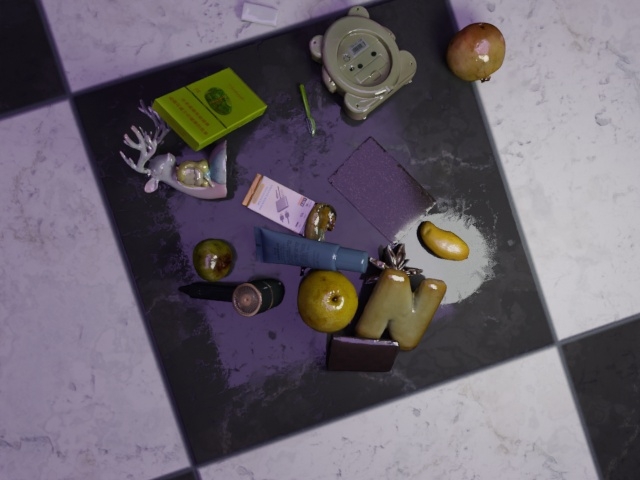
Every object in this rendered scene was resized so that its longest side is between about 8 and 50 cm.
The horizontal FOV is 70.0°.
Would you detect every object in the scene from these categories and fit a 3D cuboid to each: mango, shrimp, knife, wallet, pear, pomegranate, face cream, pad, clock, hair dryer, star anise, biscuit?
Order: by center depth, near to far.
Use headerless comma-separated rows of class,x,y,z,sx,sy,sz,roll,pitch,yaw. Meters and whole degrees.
face cream,-0.039,0.040,1.472,0.385,0.086,0.135,9,119,19
pear,0.020,0.196,1.479,0.209,0.209,0.208,0,90,-2
biscuit,0.260,0.233,1.492,0.237,0.062,0.290,16,114,-15
pomegranate,0.511,-0.615,1.503,0.191,0.191,0.191,0,90,-2
hair dryer,-0.310,0.170,1.514,0.352,0.189,0.107,4,92,20
wallet,0.138,0.378,1.520,0.229,0.049,0.182,5,130,-2
clock,0.134,-0.597,1.528,0.284,0.114,0.309,-39,89,0
shrimp,-0.004,0.004,1.539,0.117,0.066,0.262,3,107,-28
star anise,0.244,0.125,1.541,0.209,0.089,0.231,2,94,-15
wallet,-0.204,-0.767,1.553,0.122,0.025,0.061,11,88,-3
mango,0.421,0.008,1.555,0.190,0.075,0.098,33,73,2
knife,-0.043,-0.445,1.563,0.026,0.022,0.184,-14,92,23
pad,0.214,-0.172,1.581,0.330,0.004,0.220,45,88,-2

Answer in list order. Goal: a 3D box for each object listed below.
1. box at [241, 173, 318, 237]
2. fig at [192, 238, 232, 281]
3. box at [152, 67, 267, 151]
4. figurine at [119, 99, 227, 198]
box,-0.133,-0.119,1.554,0.247,0.033,0.129,26,90,-2
fig,-0.353,0.060,1.493,0.121,0.153,0.135,-6,121,6
box,-0.336,-0.421,1.439,0.187,0.047,0.335,45,48,-1
figurine,-0.452,-0.277,1.441,0.316,0.206,0.284,-2,135,-14
